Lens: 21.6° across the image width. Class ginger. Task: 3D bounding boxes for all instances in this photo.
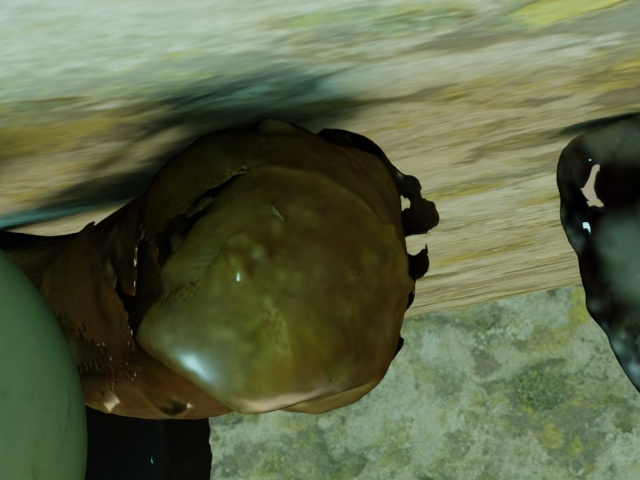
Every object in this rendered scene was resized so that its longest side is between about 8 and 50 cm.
[{"bbox_3d":[-0.048,0.020,0.641,0.133,0.107,0.309,-24,-175,-24],"label":"ginger"}]

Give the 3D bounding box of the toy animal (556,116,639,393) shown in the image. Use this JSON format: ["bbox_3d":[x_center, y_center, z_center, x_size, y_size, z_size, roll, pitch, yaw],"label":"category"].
[{"bbox_3d":[0.271,0.061,0.656,0.194,0.303,0.344,-12,176,-19],"label":"toy animal"}]

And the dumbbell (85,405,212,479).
[{"bbox_3d":[-0.211,0.121,0.855,0.204,0.204,0.322,-13,174,23],"label":"dumbbell"}]

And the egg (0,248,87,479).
[{"bbox_3d":[-0.157,0.064,0.526,0.168,0.168,0.231,-10,172,-12],"label":"egg"}]
